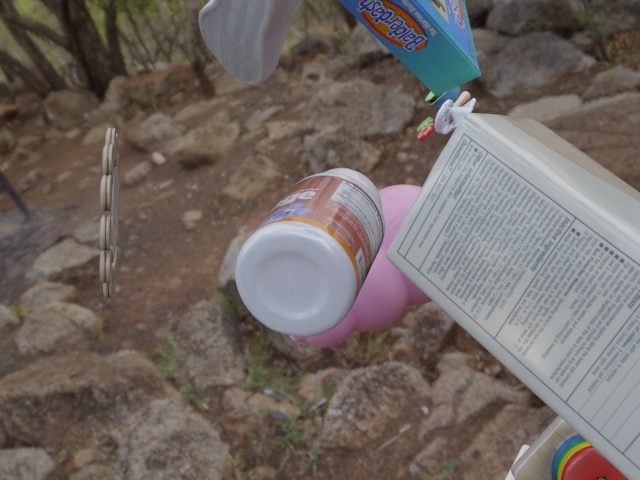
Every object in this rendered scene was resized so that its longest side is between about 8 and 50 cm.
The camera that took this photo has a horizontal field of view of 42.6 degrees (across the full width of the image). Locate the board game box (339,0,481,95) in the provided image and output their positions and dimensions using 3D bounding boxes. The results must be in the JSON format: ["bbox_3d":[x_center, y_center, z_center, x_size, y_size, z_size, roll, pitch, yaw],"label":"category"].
[{"bbox_3d":[0.049,-0.234,0.650,0.047,0.210,0.160,-23,57,29],"label":"board game box"}]

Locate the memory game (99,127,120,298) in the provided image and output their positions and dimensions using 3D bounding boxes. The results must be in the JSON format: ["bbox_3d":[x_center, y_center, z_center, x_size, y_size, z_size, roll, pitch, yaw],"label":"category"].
[{"bbox_3d":[-0.226,-0.029,0.880,0.012,0.186,0.186,1,23,-10],"label":"memory game"}]

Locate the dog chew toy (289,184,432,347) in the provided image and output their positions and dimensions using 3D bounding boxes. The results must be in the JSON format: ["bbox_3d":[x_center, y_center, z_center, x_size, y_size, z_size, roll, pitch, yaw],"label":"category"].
[{"bbox_3d":[0.079,0.053,1.351,0.332,0.206,0.206,-35,24,-16],"label":"dog chew toy"}]

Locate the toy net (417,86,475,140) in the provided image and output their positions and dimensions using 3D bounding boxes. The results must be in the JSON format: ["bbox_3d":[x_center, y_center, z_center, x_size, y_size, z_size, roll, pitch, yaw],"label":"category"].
[{"bbox_3d":[0.205,-0.221,1.411,0.122,0.045,0.232,-44,10,14],"label":"toy net"}]

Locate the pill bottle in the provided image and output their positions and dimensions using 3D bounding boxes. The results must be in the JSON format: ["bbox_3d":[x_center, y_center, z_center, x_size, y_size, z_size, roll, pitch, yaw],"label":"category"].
[{"bbox_3d":[0.000,0.000,0.865,0.121,0.121,0.216,-20,16,23],"label":"pill bottle"}]

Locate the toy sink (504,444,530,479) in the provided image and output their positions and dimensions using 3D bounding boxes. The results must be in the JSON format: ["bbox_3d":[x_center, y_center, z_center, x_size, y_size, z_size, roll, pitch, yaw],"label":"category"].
[{"bbox_3d":[0.412,0.522,1.534,0.131,0.234,0.153,18,49,28],"label":"toy sink"}]

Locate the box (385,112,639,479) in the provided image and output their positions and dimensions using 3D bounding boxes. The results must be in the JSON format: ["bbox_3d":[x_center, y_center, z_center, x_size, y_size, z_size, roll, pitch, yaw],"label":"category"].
[{"bbox_3d":[0.214,0.046,0.613,0.121,0.148,0.311,-6,43,-49],"label":"box"}]

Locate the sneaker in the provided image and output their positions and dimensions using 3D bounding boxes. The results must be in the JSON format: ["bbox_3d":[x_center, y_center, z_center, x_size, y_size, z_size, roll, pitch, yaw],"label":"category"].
[{"bbox_3d":[-0.035,-0.276,0.881,0.169,0.108,0.292,-46,6,-15],"label":"sneaker"}]

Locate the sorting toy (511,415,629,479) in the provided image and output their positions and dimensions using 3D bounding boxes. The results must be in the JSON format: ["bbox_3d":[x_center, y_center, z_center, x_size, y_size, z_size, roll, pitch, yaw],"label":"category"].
[{"bbox_3d":[0.412,0.279,0.973,0.255,0.257,0.089,-49,0,4],"label":"sorting toy"}]
